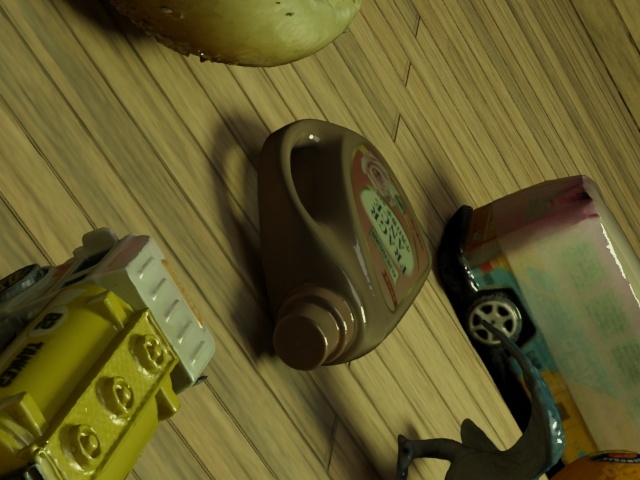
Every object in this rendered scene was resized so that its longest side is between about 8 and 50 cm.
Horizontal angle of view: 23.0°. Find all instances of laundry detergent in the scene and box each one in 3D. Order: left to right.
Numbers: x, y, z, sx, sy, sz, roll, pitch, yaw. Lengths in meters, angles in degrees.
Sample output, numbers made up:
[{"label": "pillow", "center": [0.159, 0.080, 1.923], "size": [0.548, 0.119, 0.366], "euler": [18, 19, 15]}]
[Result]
[{"label": "laundry detergent", "center": [0.000, 0.000, 1.159], "size": [0.171, 0.076, 0.237], "euler": [62, 24, -7]}]

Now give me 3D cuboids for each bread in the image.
[{"label": "bread", "center": [-0.089, -0.251, 1.091], "size": [0.305, 0.159, 0.305], "euler": [51, 28, -41]}]

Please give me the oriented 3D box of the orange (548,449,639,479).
[{"label": "orange", "center": [0.250, 0.266, 1.339], "size": [0.177, 0.155, 0.177], "euler": [0, 90, -86]}]

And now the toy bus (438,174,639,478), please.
[{"label": "toy bus", "center": [0.277, 0.126, 1.557], "size": [0.386, 0.162, 0.171], "euler": [61, 21, -15]}]

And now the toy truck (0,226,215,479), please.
[{"label": "toy truck", "center": [-0.122, 0.076, 0.730], "size": [0.098, 0.114, 0.227], "euler": [61, 22, -14]}]

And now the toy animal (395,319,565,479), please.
[{"label": "toy animal", "center": [0.134, 0.194, 1.144], "size": [0.255, 0.176, 0.239], "euler": [-52, 152, -69]}]
